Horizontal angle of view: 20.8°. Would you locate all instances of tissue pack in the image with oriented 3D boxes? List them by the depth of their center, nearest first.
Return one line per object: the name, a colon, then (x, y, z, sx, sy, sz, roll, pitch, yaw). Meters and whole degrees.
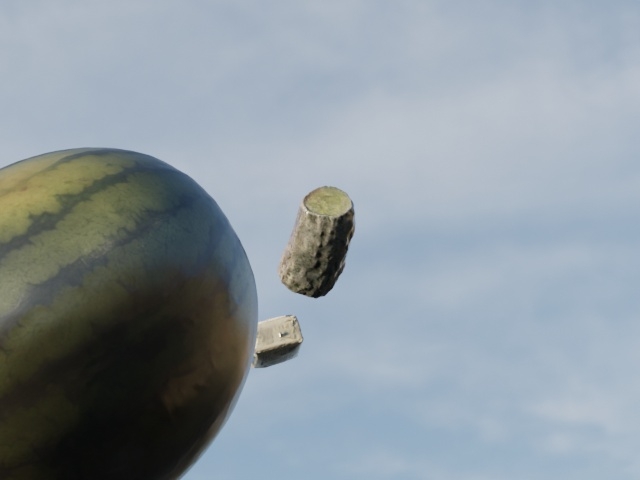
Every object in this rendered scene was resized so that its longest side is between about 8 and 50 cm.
tissue pack: (-0.055, 0.117, 2.016, 0.062, 0.042, 0.083, -17, -15, -9)

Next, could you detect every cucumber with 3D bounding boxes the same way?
cucumber: (-0.001, 0.001, 1.707, 0.064, 0.064, 0.112, 1, -45, -20)

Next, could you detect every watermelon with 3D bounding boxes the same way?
watermelon: (-0.214, 0.089, 1.303, 0.359, 0.279, 0.279, -34, -15, -22)
